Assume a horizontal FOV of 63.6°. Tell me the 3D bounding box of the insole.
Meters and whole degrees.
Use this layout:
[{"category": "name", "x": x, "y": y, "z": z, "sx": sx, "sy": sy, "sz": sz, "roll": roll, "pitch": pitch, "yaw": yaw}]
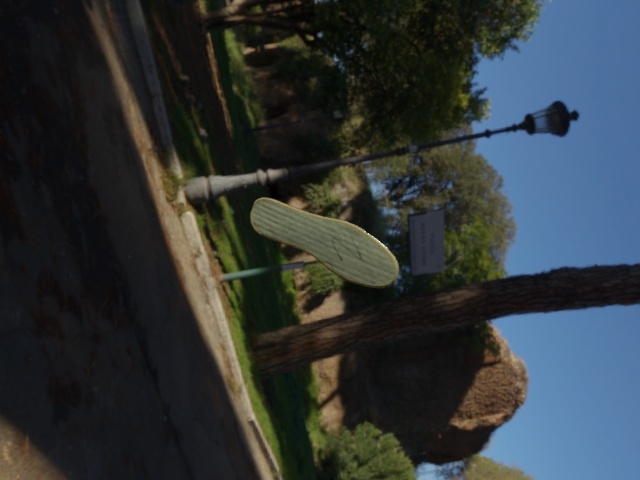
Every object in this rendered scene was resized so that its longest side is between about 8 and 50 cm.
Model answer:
[{"category": "insole", "x": 0.000, "y": 0.000, "z": 0.565, "sx": 0.004, "sy": 0.188, "sz": 0.064, "roll": -24, "pitch": 134, "yaw": -61}]
